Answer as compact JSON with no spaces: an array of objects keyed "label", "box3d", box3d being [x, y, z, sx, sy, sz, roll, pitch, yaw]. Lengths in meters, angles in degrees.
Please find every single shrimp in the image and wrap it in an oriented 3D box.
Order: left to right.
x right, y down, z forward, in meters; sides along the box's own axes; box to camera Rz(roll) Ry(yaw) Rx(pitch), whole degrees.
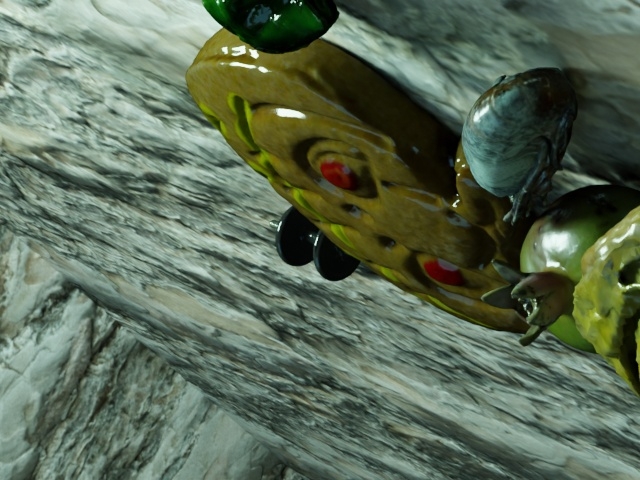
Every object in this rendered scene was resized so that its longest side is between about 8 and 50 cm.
[{"label":"shrimp","box3d":[0.139,-0.065,1.280,0.233,0.079,0.090,75,173,-73]}]

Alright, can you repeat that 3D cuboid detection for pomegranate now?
[{"label":"pomegranate","box3d":[0.190,0.030,1.305,0.129,0.159,0.129,156,90,-80]}]

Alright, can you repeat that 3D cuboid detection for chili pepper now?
[{"label":"chili pepper","box3d":[-0.038,-0.163,1.242,0.098,0.061,0.224,27,-176,-3]}]

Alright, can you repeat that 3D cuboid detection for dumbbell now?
[{"label":"dumbbell","box3d":[0.000,0.000,1.801,0.147,0.069,0.069,19,160,44]}]

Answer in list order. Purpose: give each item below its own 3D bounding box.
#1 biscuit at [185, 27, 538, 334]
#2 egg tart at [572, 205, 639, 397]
[{"label":"biscuit","box3d":[0.055,-0.040,1.542,0.394,0.070,0.350,39,165,-20]},{"label":"egg tart","box3d":[0.297,0.071,1.139,0.294,0.123,0.294,14,156,6]}]
